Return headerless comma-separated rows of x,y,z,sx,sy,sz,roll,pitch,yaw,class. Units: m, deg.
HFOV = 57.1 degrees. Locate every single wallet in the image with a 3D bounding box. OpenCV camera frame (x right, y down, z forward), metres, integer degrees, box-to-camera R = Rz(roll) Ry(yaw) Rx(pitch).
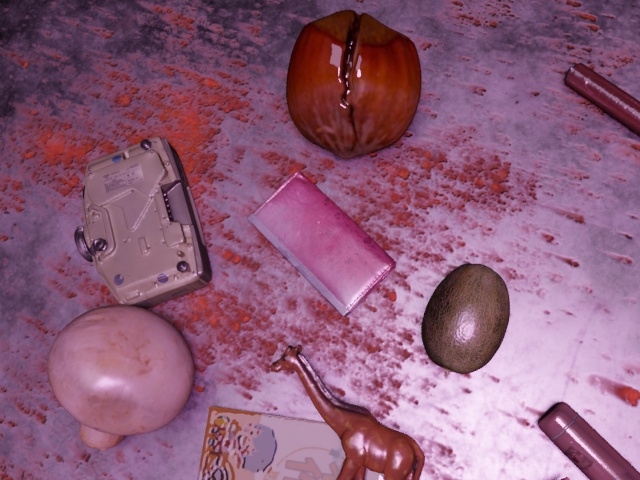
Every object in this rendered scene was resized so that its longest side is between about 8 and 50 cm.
0.000,0.000,0.937,0.119,0.025,0.232,-44,71,-3,wallet

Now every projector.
-0.304,-0.027,0.973,0.193,0.088,0.270,-20,71,2,projector

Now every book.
-0.039,0.363,0.844,0.295,0.020,0.208,4,74,12,book

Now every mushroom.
-0.286,0.200,0.872,0.206,0.209,0.206,1,47,-1,mushroom

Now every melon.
0.200,0.112,0.818,0.114,0.114,0.168,21,79,16,melon

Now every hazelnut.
0.051,-0.240,0.917,0.212,0.181,0.181,8,56,3,hazelnut

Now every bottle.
0.354,0.278,0.771,0.053,0.053,0.140,-43,71,-3,bottle

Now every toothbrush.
0.517,-0.149,0.870,0.041,0.041,0.364,-45,71,-3,toothbrush

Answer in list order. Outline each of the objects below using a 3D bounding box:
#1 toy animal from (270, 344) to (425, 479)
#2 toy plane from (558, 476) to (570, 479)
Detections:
0.032,0.266,0.811,0.224,0.066,0.230,3,83,13,toy animal
0.244,0.364,0.763,0.189,0.061,0.130,-28,50,-9,toy plane
